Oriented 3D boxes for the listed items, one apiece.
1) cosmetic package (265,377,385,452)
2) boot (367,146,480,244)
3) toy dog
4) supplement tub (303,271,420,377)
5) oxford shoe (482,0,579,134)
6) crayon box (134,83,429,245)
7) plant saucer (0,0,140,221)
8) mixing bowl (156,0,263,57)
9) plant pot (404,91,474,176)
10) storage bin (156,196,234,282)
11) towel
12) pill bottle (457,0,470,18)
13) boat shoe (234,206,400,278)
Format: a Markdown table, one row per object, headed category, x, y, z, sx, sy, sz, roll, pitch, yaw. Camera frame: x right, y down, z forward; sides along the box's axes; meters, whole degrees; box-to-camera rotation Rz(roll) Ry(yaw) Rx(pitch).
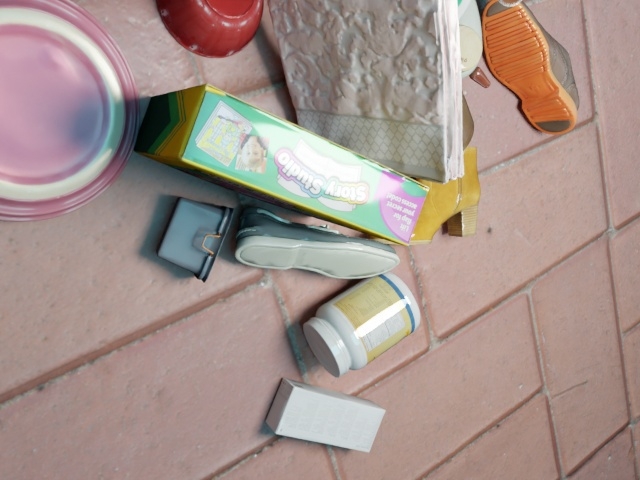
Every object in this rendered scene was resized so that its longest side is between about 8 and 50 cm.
| category | x | y | z | sx | sy | sz | roll | pitch | yaw |
| --- | --- | --- | --- | --- | --- | --- | --- | --- | --- |
| cosmetic package | 0.013 | 0.361 | 1.133 | 0.239 | 0.060 | 0.099 | 24 | 85 | -30 |
| boot | 0.214 | -0.102 | 1.147 | 0.295 | 0.104 | 0.211 | -9 | 97 | -30 |
| toy dog | 0.305 | -0.435 | 1.071 | 0.160 | 0.220 | 0.334 | 20 | 109 | -21 |
| supplement tub | 0.081 | 0.163 | 1.086 | 0.199 | 0.144 | 0.144 | -30 | 112 | -20 |
| oxford shoe | 0.472 | -0.406 | 1.225 | 0.364 | 0.130 | 0.133 | 47 | 58 | -33 |
| crayon box | -0.072 | -0.114 | 0.852 | 0.362 | 0.313 | 0.106 | 19 | 90 | -30 |
| plant saucer | -0.407 | -0.184 | 0.758 | 0.332 | 0.084 | 0.332 | -12 | 110 | -35 |
| mixing bowl | -0.161 | -0.390 | 0.877 | 0.181 | 0.098 | 0.182 | -6 | 103 | -27 |
| plant pot | 0.143 | -0.267 | 0.959 | 0.215 | 0.215 | 0.230 | -44 | 138 | -15 |
| storage bin | -0.215 | -0.008 | 0.927 | 0.091 | 0.098 | 0.135 | 21 | 89 | -20 |
| towel | 0.064 | -0.254 | 0.863 | 0.053 | 0.331 | 0.317 | -39 | 131 | -35 |
| pill bottle | 0.076 | -0.494 | 0.927 | 0.361 | 0.204 | 0.204 | 21 | 89 | -31 |
| boat shoe | 0.000 | 0.000 | 1.017 | 0.319 | 0.116 | 0.099 | 7 | 57 | -20 |
